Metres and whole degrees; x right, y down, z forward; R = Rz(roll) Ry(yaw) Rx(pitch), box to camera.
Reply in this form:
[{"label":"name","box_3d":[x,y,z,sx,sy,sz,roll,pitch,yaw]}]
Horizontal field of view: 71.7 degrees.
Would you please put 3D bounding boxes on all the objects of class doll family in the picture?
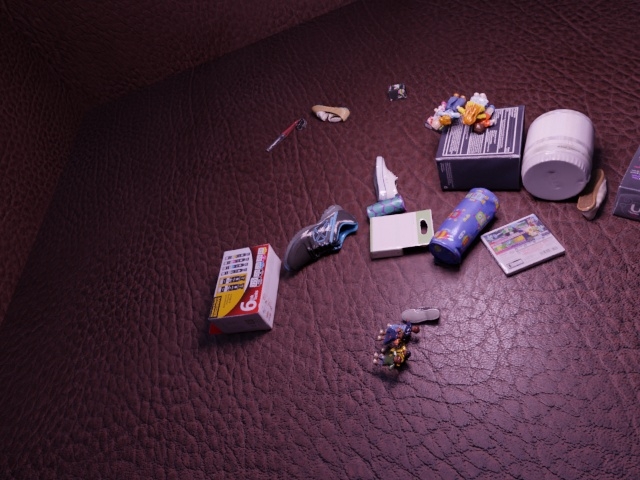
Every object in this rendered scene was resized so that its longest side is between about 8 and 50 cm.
[{"label":"doll family","box_3d":[0.526,-0.489,1.680,0.263,0.118,0.163,14,58,33]},{"label":"doll family","box_3d":[0.244,0.323,1.389,0.111,0.076,0.193,-13,50,39]}]

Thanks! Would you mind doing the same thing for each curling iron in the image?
[{"label":"curling iron","box_3d":[-0.181,-0.561,2.347,0.274,0.035,0.068,-39,48,-12]}]

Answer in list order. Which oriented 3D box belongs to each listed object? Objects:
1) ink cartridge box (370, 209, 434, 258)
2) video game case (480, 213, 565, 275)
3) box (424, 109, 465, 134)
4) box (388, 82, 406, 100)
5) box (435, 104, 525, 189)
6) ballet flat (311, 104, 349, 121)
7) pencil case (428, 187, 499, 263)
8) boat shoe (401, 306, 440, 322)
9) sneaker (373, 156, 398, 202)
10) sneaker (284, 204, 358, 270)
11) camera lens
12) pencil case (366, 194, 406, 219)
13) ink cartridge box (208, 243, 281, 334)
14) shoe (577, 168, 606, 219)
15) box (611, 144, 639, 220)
[{"label":"ink cartridge box","box_3d":[0.306,-0.025,1.673,0.235,0.056,0.171,-6,50,14]},{"label":"video game case","box_3d":[0.680,0.013,1.504,0.201,0.023,0.183,-23,47,5]},{"label":"box","box_3d":[0.577,-0.555,2.023,0.162,0.029,0.116,-38,48,-12]},{"label":"box","box_3d":[0.391,-0.753,2.247,0.083,0.062,0.052,-5,52,19]},{"label":"box","box_3d":[0.629,-0.356,1.726,0.294,0.182,0.296,3,53,27]},{"label":"ballet flat","box_3d":[0.041,-0.660,2.312,0.232,0.080,0.073,13,73,33]},{"label":"pencil case","box_3d":[0.508,-0.046,1.561,0.306,0.133,0.119,-47,15,-19]},{"label":"boat shoe","box_3d":[0.330,0.239,1.450,0.125,0.046,0.038,-14,3,25]},{"label":"sneaker","box_3d":[0.278,-0.254,1.870,0.091,0.094,0.258,2,52,-3]},{"label":"sneaker","box_3d":[0.000,0.000,1.736,0.341,0.125,0.140,-45,54,-14]},{"label":"camera lens","box_3d":[0.841,-0.308,1.571,0.219,0.219,0.274,7,55,28]},{"label":"pencil case","box_3d":[0.262,-0.126,1.768,0.152,0.070,0.064,-20,21,10]},{"label":"ink cartridge box","box_3d":[-0.313,0.190,1.704,0.272,0.130,0.309,-10,49,16]},{"label":"shoe","box_3d":[0.936,-0.161,1.525,0.076,0.058,0.219,-16,33,54]},{"label":"box","box_3d":[1.084,-0.198,1.425,0.165,0.143,0.270,24,64,35]}]
